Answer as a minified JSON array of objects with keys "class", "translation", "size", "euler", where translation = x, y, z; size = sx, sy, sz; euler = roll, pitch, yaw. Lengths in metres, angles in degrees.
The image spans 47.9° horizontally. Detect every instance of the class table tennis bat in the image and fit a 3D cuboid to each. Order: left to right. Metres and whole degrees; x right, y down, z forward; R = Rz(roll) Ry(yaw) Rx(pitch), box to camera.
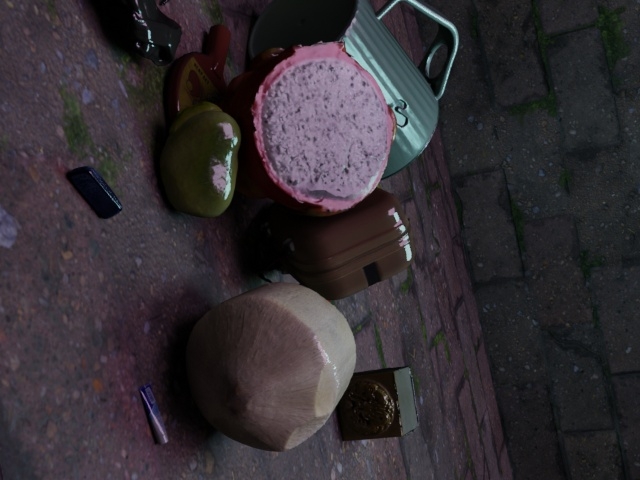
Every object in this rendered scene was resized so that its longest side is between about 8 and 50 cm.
[{"class":"table tennis bat","translation":[-0.197,-0.250,1.256],"size":[0.200,0.038,0.310],"euler":[52,38,-53]}]

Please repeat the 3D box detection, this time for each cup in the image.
[{"class":"cup","translation":[0.077,-0.380,1.585],"size":[0.401,0.310,0.392],"euler":[-58,140,-12]}]

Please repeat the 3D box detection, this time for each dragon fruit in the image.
[{"class":"dragon fruit","translation":[-0.041,-0.190,1.265],"size":[0.305,0.225,0.305],"euler":[-1,92,-33]}]

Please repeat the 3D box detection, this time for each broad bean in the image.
[{"class":"broad bean","translation":[-0.183,-0.125,1.113],"size":[0.124,0.082,0.174],"euler":[15,82,-22]}]

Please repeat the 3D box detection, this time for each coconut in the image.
[{"class":"coconut","translation":[-0.078,0.188,1.075],"size":[0.266,0.237,0.237],"euler":[-17,96,-73]}]

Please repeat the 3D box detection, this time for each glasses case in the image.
[{"class":"glasses case","translation":[-0.288,-0.065,0.933],"size":[0.023,0.033,0.083],"euler":[-94,160,-46]}]

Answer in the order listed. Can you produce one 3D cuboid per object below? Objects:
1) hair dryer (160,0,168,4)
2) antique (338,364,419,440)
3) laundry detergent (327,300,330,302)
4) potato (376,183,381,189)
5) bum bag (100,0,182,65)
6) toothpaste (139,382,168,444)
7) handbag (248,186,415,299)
[{"class":"hair dryer","translation":[-0.235,-0.446,1.227],"size":[0.047,0.071,0.150],"euler":[59,45,-38]},{"class":"antique","translation":[0.126,0.364,1.608],"size":[0.148,0.152,0.147],"euler":[11,69,-65]},{"class":"laundry detergent","translation":[-0.008,0.193,1.499],"size":[0.097,0.049,0.165],"euler":[49,38,-58]},{"class":"potato","translation":[0.092,-0.067,1.749],"size":[0.169,0.143,0.248],"euler":[-10,-85,68]},{"class":"bum bag","translation":[-0.300,-0.388,1.013],"size":[0.142,0.079,0.326],"euler":[-83,150,-54]},{"class":"toothpaste","translation":[-0.225,0.235,0.977],"size":[0.024,0.015,0.083],"euler":[-25,98,-67]},{"class":"handbag","translation":[0.000,0.000,1.336],"size":[0.302,0.283,0.149],"euler":[35,-33,62]}]
